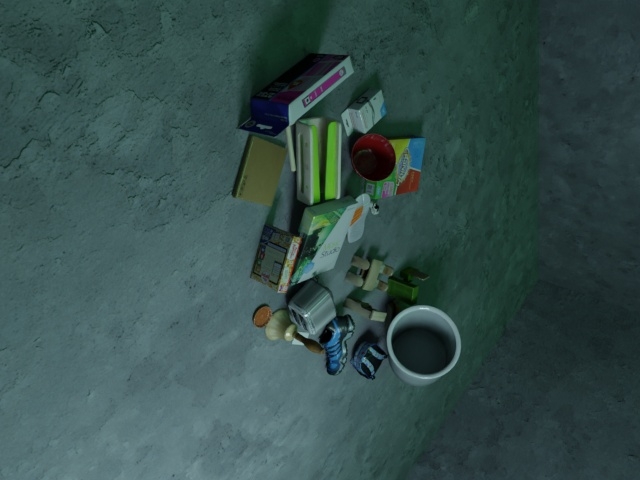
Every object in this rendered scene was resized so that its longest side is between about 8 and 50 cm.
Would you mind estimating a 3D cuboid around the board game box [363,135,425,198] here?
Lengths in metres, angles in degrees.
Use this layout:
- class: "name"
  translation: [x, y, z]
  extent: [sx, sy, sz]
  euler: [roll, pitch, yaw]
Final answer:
- class: "board game box"
  translation: [0.316, -0.315, 2.113]
  extent: [0.316, 0.064, 0.243]
  euler: [-15, 118, -44]

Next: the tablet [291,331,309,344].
- class: "tablet"
  translation: [-0.080, 0.395, 2.025]
  extent: [0.083, 0.006, 0.054]
  euler: [19, 92, -51]

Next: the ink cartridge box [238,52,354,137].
- class: "ink cartridge box"
  translation: [-0.078, -0.448, 1.517]
  extent: [0.371, 0.175, 0.069]
  euler: [-47, 136, -24]

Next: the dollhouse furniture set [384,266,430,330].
- class: "dollhouse furniture set"
  translation: [0.436, 0.311, 2.460]
  extent: [0.197, 0.151, 0.302]
  euler: [-20, 121, -43]

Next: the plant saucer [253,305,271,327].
- class: "plant saucer"
  translation: [-0.212, 0.276, 1.816]
  extent: [0.083, 0.013, 0.084]
  euler: [-24, 124, -41]

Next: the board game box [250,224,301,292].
- class: "board game box"
  translation: [-0.152, 0.060, 1.683]
  extent: [0.045, 0.146, 0.194]
  euler: [9, 101, -50]

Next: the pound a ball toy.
- class: "pound a ball toy"
  translation: [-0.051, -0.284, 1.668]
  extent: [0.208, 0.135, 0.320]
  euler: [-16, 120, -29]

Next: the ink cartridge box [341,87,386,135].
- class: "ink cartridge box"
  translation: [0.165, -0.474, 1.873]
  extent: [0.180, 0.060, 0.104]
  euler: [-47, 136, -25]

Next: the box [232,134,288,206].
- class: "box"
  translation: [-0.191, -0.219, 1.612]
  extent: [0.164, 0.021, 0.201]
  euler: [11, 97, -51]

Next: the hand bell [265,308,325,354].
- class: "hand bell"
  translation: [-0.078, 0.352, 1.823]
  extent: [0.126, 0.242, 0.126]
  euler: [-22, 122, -41]

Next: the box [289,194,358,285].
- class: "box"
  translation: [0.000, 0.000, 1.823]
  extent: [0.232, 0.058, 0.322]
  euler: [-20, 139, -42]

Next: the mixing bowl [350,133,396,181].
- class: "mixing bowl"
  translation: [0.188, -0.309, 1.918]
  extent: [0.181, 0.098, 0.182]
  euler: [1, 88, -17]

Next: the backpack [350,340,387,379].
- class: "backpack"
  translation: [0.214, 0.545, 2.338]
  extent: [0.158, 0.116, 0.173]
  euler: [-56, 140, -15]

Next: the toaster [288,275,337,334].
- class: "toaster"
  translation: [-0.031, 0.253, 1.913]
  extent: [0.146, 0.129, 0.227]
  euler: [-43, 145, -24]

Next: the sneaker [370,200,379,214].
- class: "sneaker"
  translation: [0.233, -0.133, 2.122]
  extent: [0.032, 0.036, 0.083]
  euler: [-58, 141, -15]

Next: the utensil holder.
- class: "utensil holder"
  translation: [0.479, 0.517, 2.387]
  extent: [0.328, 0.327, 0.385]
  euler: [-56, 161, -15]

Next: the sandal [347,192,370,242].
- class: "sandal"
  translation: [0.127, -0.097, 1.999]
  extent: [0.101, 0.076, 0.265]
  euler: [-23, 145, -24]

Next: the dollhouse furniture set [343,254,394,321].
- class: "dollhouse furniture set"
  translation: [0.225, 0.205, 2.165]
  extent: [0.212, 0.160, 0.242]
  euler: [18, 93, -50]

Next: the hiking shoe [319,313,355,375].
- class: "hiking shoe"
  translation: [0.049, 0.444, 2.142]
  extent: [0.131, 0.113, 0.304]
  euler: [4, 113, -18]
